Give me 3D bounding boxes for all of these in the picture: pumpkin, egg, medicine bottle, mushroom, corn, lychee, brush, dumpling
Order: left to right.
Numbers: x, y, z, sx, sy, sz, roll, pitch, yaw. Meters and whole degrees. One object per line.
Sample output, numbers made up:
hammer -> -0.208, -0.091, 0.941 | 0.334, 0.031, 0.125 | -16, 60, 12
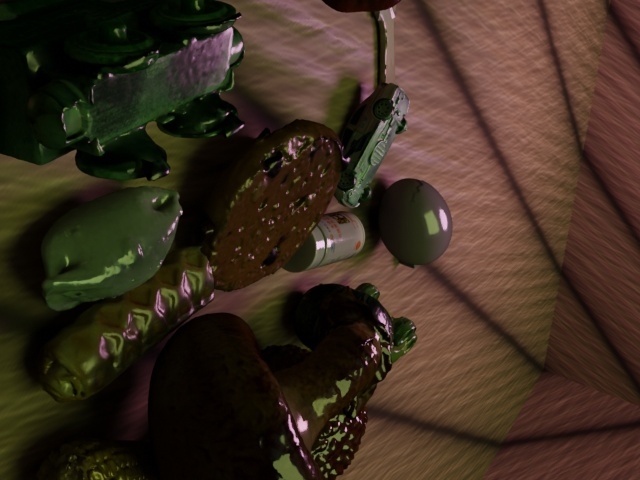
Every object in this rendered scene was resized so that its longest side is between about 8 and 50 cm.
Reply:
dumpling -> -0.238, 0.025, 1.006 | 0.217, 0.105, 0.149 | -39, 140, -50
corn -> -0.257, 0.314, 1.159 | 0.322, 0.119, 0.119 | 26, 84, -67
mushroom -> -0.042, 0.249, 1.175 | 0.334, 0.356, 0.331 | -173, -103, -79
lychee -> -0.042, 0.291, 1.437 | 0.271, 0.236, 0.236 | -67, 162, -56
medicine bottle -> 0.000, 0.000, 1.492 | 0.183, 0.086, 0.086 | -14, 120, -62
pumpkin -> 0.043, 0.156, 1.573 | 0.190, 0.190, 0.146 | 20, 87, -65
brush -> 0.114, -0.357, 1.549 | 0.085, 0.020, 0.336 | -49, 148, -39
egg -> 0.187, -0.037, 1.769 | 0.146, 0.146, 0.198 | -54, 145, -31

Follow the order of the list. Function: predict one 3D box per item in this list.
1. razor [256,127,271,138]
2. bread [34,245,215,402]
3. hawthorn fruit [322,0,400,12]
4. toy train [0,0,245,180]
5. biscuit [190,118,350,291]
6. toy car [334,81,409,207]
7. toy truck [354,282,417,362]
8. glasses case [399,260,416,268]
razor -> -0.050, -0.129, 1.351 | 0.082, 0.042, 0.253 | -48, 159, 17
bread -> -0.235, 0.101, 1.089 | 0.087, 0.098, 0.269 | 56, 44, -7
hawthorn fruit -> 0.046, -0.413, 1.202 | 0.185, 0.185, 0.202 | 73, 7, -52
toy train -> -0.195, -0.157, 0.850 | 0.266, 0.202, 0.145 | -40, 141, -48
biscuit -> -0.078, -0.051, 1.268 | 0.296, 0.075, 0.296 | -42, 156, -24
toy car -> 0.078, -0.166, 1.545 | 0.224, 0.076, 0.090 | -62, 156, 0
toy truck -> 0.083, 0.201, 1.755 | 0.210, 0.148, 0.187 | -51, 159, 7
glasses case -> 0.202, -0.029, 1.932 | 0.078, 0.039, 0.184 | -50, 148, -36
